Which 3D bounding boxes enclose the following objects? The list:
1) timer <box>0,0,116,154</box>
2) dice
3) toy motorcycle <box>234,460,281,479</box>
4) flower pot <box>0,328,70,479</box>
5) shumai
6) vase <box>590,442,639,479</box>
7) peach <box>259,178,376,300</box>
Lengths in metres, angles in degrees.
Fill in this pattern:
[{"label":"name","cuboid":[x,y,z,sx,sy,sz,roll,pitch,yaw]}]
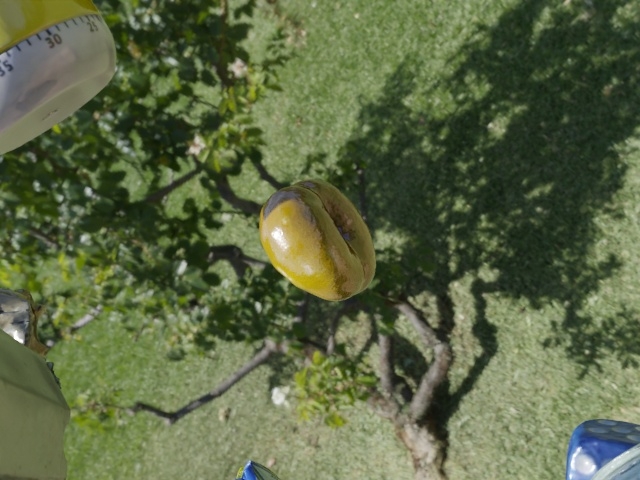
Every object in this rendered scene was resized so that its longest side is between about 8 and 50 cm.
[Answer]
[{"label":"timer","cuboid":[-0.425,-0.271,0.898,0.285,0.285,0.285,-31,47,39]},{"label":"dice","cuboid":[0.489,0.380,1.159,0.143,0.146,0.147,1,91,35]},{"label":"toy motorcycle","cuboid":[-0.038,0.494,1.171,0.169,0.315,0.113,-38,10,27]},{"label":"flower pot","cuboid":[-0.296,0.118,0.420,0.290,0.259,0.291,-2,69,5]},{"label":"shumai","cuboid":[-0.709,0.181,1.471,0.262,0.314,0.267,-25,17,24]},{"label":"vase","cuboid":[0.415,0.352,0.709,0.143,0.143,0.299,-45,47,25]},{"label":"peach","cuboid":[0.000,0.000,1.325,0.153,0.251,0.251,-46,38,29]}]
